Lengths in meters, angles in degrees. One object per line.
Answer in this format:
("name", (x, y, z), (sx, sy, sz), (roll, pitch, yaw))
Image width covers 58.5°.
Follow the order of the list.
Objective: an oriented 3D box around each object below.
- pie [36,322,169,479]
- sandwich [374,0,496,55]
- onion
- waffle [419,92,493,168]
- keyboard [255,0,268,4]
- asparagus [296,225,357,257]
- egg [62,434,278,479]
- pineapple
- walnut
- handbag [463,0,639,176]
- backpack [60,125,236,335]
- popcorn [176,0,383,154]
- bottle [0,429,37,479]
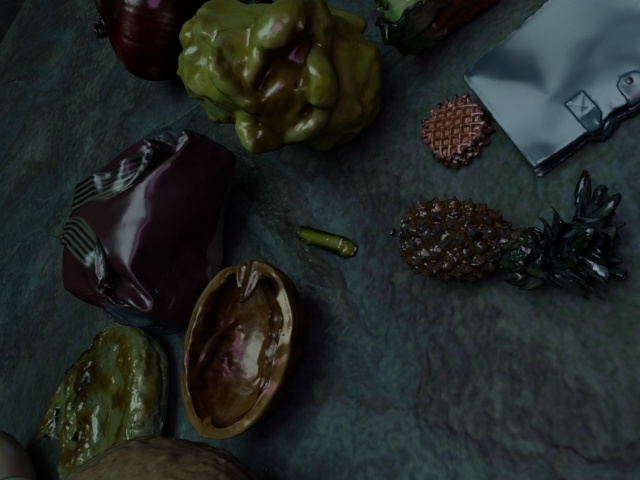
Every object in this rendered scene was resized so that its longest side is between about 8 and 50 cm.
("pie", (-0.328, 0.266, 0.859), (0.303, 0.067, 0.302), (-20, 58, 36))
("sandwich", (0.159, -0.365, 0.687), (0.212, 0.109, 0.292), (-21, 61, 26))
("onion", (-0.272, -0.429, 1.051), (0.273, 0.285, 0.273), (178, 90, -75))
("waffle", (0.150, -0.121, 0.633), (0.075, 0.029, 0.083), (-44, 51, 22))
("keyboard", (-0.091, -0.370, 0.933), (0.015, 0.074, 0.196), (-16, 55, -4))
("asparagus", (0.001, -0.001, 0.717), (0.108, 0.021, 0.025), (19, 85, 45))
("egg", (-0.163, 0.323, 0.554), (0.310, 0.279, 0.279), (-23, 56, 50))
("pineapple", (0.162, -0.005, 0.532), (0.221, 0.083, 0.103), (4, 75, 40))
("walnut", (-0.084, 0.131, 0.686), (0.167, 0.087, 0.211), (12, 82, 37))
("handbag", (0.265, -0.177, 0.545), (0.221, 0.057, 0.144), (-38, 57, 21))
("backpack", (-0.280, -0.018, 0.850), (0.317, 0.197, 0.283), (2, 74, 43))
("popcorn", (-0.047, -0.205, 0.709), (0.255, 0.256, 0.194), (-81, 9, -77))
("bottle", (-0.511, 0.409, 0.903), (0.237, 0.147, 0.147), (14, 81, 41))
